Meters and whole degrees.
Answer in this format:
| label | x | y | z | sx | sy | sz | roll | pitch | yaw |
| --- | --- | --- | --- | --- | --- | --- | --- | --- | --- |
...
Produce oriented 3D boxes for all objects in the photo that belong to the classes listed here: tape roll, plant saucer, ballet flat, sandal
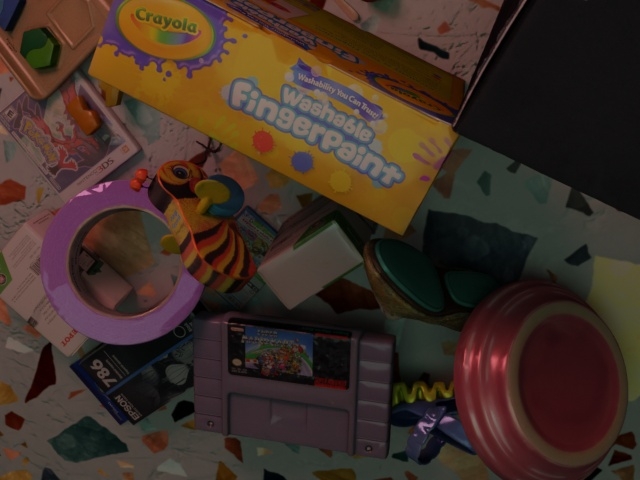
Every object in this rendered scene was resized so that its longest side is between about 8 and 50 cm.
| label | x | y | z | sx | sy | sz | roll | pitch | yaw |
| --- | --- | --- | --- | --- | --- | --- | --- | --- | --- |
| tape roll | -0.328 | 0.037 | 1.363 | 0.274 | 0.090 | 0.275 | 0 | 90 | -7 |
| plant saucer | 0.362 | 0.223 | 1.249 | 0.332 | 0.332 | 0.084 | 52 | 152 | -10 |
| ballet flat | 0.158 | 0.085 | 1.254 | 0.123 | 0.348 | 0.123 | -14 | 70 | 41 |
| sandal | 0.260 | 0.306 | 1.371 | 0.317 | 0.138 | 0.126 | -15 | 141 | 20 |

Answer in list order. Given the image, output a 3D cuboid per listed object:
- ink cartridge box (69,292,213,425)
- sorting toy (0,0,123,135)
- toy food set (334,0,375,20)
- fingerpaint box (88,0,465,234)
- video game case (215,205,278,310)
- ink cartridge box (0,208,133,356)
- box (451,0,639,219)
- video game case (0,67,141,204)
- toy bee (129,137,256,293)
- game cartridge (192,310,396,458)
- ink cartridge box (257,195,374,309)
| label | x | y | z | sx | sy | sz | roll | pitch | yaw |
| --- | --- | --- | --- | --- | --- | --- | --- | --- | --- |
| ink cartridge box | -0.326 | 0.233 | 1.510 | 0.332 | 0.065 | 0.165 | -35 | 101 | 21 |
| sorting toy | -0.428 | -0.338 | 1.308 | 0.229 | 0.041 | 0.307 | -37 | 92 | 20 |
| toy food set | 0.089 | -0.423 | 1.183 | 0.218 | 0.071 | 0.128 | -33 | 101 | 20 |
| fingerpaint box | -0.031 | -0.225 | 1.119 | 0.444 | 0.371 | 0.163 | 27 | 112 | -1 |
| video game case | -0.138 | 0.034 | 1.425 | 0.119 | 0.015 | 0.166 | 42 | 112 | -6 |
| ink cartridge box | -0.481 | 0.080 | 1.464 | 0.219 | 0.092 | 0.160 | 44 | 112 | -7 |
| box | 0.474 | -0.269 | 0.918 | 0.479 | 0.472 | 0.297 | 26 | 147 | 1 |
| video game case | -0.441 | -0.189 | 1.396 | 0.183 | 0.023 | 0.201 | -33 | 101 | 20 |
| toy bee | -0.213 | -0.053 | 1.249 | 0.162 | 0.298 | 0.195 | 1 | 128 | -31 |
| game cartridge | -0.051 | 0.246 | 1.385 | 0.355 | 0.068 | 0.230 | 5 | 112 | 13 |
| ink cartridge box | 0.000 | 0.000 | 1.284 | 0.153 | 0.208 | 0.087 | -33 | 104 | 21 |
